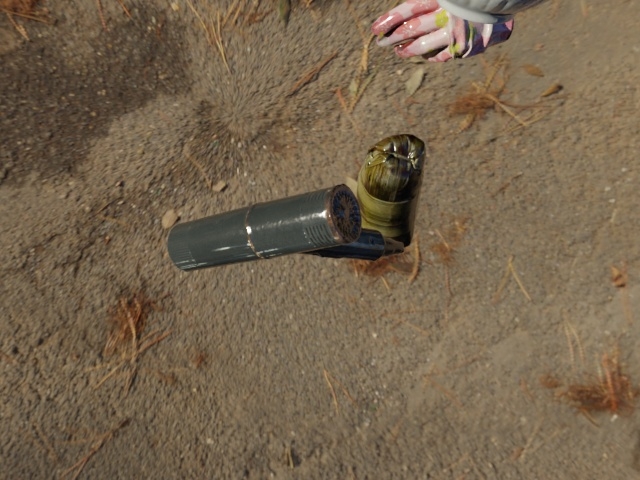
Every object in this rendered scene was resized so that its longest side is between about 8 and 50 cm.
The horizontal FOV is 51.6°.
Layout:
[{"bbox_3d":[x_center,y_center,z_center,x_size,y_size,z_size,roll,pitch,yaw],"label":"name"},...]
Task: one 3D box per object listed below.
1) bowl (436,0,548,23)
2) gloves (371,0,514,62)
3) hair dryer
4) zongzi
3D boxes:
[{"bbox_3d":[0.157,-0.261,0.622,0.188,0.189,0.086,5,135,-8],"label":"bowl"},{"bbox_3d":[0.217,-0.397,1.202,0.241,0.126,0.145,-11,112,-12],"label":"gloves"},{"bbox_3d":[-0.009,0.002,0.592,0.173,0.194,0.050,-8,78,33],"label":"hair dryer"},{"bbox_3d":[0.149,-0.167,1.383,0.134,0.286,0.288,7,55,1],"label":"zongzi"}]
